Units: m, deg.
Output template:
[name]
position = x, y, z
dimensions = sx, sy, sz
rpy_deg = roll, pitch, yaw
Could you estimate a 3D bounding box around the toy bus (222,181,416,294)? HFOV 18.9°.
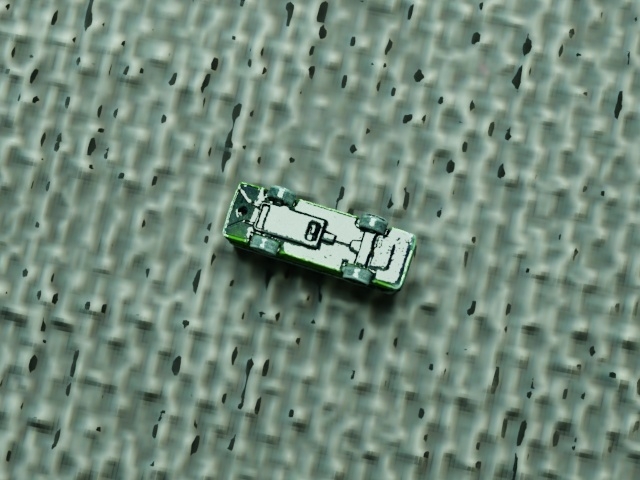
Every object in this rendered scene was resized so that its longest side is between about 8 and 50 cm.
[toy bus]
position = 0.000, 0.000, 0.850
dimensions = 0.083, 0.037, 0.031
rpy_deg = 17, 80, 7
